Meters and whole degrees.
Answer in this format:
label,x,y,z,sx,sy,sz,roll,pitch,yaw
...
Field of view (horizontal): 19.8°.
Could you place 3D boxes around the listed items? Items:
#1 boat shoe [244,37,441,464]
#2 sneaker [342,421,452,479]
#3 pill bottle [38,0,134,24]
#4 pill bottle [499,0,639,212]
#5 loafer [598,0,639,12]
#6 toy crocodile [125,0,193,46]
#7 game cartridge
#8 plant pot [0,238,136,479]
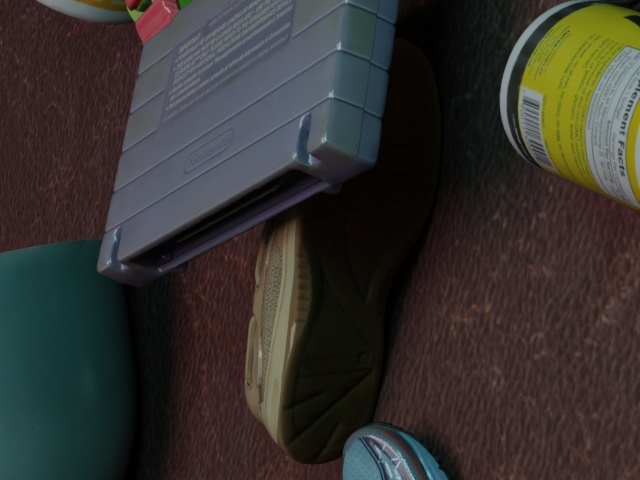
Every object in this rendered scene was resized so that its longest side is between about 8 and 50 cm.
label,x,y,z,sx,sy,sz,roll,pitch,yaw
boat shoe,0.000,0.000,1.435,0.110,0.121,0.341,32,112,54
sneaker,0.036,0.257,1.322,0.104,0.125,0.262,-27,62,50
pill bottle,-0.196,-0.364,1.779,0.278,0.162,0.162,-64,37,27
pill bottle,0.214,-0.072,1.117,0.208,0.119,0.119,31,110,55
loafer,0.227,-0.200,1.175,0.170,0.061,0.062,-44,48,44
toy crocodile,-0.115,-0.182,1.642,0.115,0.105,0.340,-46,61,42
game cartridge,-0.053,-0.113,1.399,0.355,0.068,0.230,-26,45,54
plant pot,-0.309,0.151,1.754,0.293,0.293,0.235,-22,81,54
